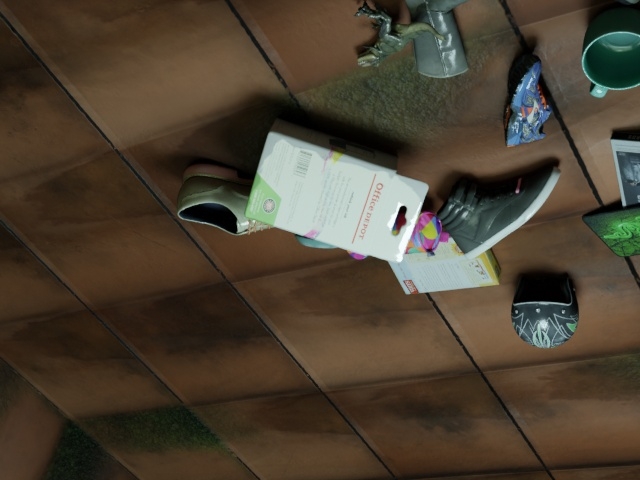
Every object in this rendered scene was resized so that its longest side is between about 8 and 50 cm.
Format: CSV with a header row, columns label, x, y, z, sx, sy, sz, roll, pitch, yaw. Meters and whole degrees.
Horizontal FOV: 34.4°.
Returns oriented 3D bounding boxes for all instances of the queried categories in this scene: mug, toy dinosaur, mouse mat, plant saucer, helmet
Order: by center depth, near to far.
label,x,y,z,sx,sy,sz,roll,pitch,yaw
mug,0.523,-0.343,1.839,0.158,0.097,0.129,-25,125,40
toy dinosaur,0.127,-0.391,1.917,0.118,0.064,0.268,40,163,-19
mouse mat,0.667,-0.017,2.193,0.152,0.007,0.189,40,151,-25
plant saucer,0.000,0.000,2.288,0.119,0.119,0.021,7,100,12
helmet,0.517,0.168,2.379,0.169,0.161,0.169,10,140,9

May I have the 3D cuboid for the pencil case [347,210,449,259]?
label,x,y,z,sx,sy,sz,roll,pitch,yaw
pencil case,0.164,-0.010,2.317,0.236,0.104,0.104,-3,138,42

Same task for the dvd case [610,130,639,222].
label,x,y,z,sx,sy,sz,roll,pitch,yaw
dvd case,0.685,-0.116,2.064,0.179,0.029,0.239,9,142,33

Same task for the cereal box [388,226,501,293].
label,x,y,z,sx,sy,sz,roll,pitch,yaw
cereal box,0.281,0.045,2.410,0.240,0.047,0.173,-7,134,27

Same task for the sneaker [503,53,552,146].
label,x,y,z,sx,sy,sz,roll,pitch,yaw
sneaker,0.405,-0.273,1.990,0.087,0.083,0.221,-2,144,2

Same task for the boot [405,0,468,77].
label,x,y,z,sx,sy,sz,roll,pitch,yaw
boot,0.242,-0.394,1.899,0.189,0.076,0.208,9,135,32

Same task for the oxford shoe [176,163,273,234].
label,x,y,z,sx,sy,sz,roll,pitch,yaw
oxford shoe,-0.134,-0.059,2.357,0.397,0.146,0.140,9,138,4

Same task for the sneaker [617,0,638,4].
label,x,y,z,sx,sy,sz,roll,pitch,yaw
sneaker,0.431,-0.454,1.756,0.227,0.087,0.130,28,141,-8

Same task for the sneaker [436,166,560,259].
label,x,y,z,sx,sy,sz,roll,pitch,yaw
sneaker,0.363,-0.090,2.186,0.147,0.104,0.296,42,126,-7

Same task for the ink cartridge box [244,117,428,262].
label,x,y,z,sx,sy,sz,roll,pitch,yaw
ink cartridge box,0.037,-0.105,2.211,0.353,0.119,0.207,18,111,-1
